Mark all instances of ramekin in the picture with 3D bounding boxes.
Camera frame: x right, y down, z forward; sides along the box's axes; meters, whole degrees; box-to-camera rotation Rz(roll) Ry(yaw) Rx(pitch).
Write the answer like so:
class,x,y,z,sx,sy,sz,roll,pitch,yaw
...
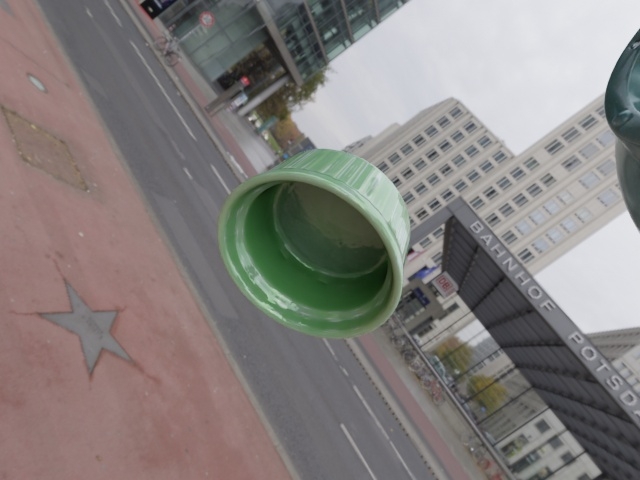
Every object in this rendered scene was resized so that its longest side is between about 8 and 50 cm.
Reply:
class,x,y,z,sx,sy,sz,roll,pitch,yaw
ramekin,0.000,0.000,0.694,0.303,0.303,0.148,52,39,-14

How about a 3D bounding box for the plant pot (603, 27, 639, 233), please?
class,x,y,z,sx,sy,sz,roll,pitch,yaw
plant pot,0.331,-0.087,0.275,0.196,0.293,0.293,28,11,-16
